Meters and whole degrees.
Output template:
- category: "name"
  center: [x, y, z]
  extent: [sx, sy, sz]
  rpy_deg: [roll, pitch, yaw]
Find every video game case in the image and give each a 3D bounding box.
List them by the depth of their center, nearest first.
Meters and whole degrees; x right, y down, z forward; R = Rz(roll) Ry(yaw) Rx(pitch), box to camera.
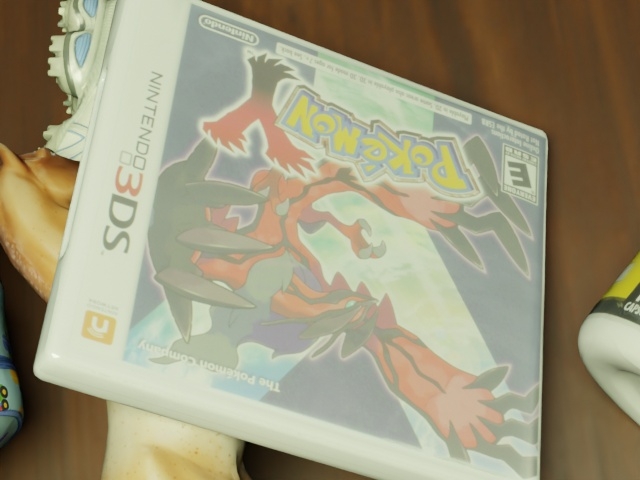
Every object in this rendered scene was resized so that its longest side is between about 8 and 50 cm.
- category: "video game case"
  center: [0.000, 0.000, 0.632]
  extent: [0.201, 0.023, 0.183]
  rpy_deg: [19, 55, -18]

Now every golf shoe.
- category: "golf shoe"
  center: [-0.082, -0.035, 0.714]
  extent: [0.086, 0.069, 0.176]
  rpy_deg: [2, 70, 4]

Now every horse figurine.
- category: "horse figurine"
  center: [-0.034, 0.074, 0.628]
  extent: [0.174, 0.066, 0.263]
  rpy_deg: [0, 68, -25]

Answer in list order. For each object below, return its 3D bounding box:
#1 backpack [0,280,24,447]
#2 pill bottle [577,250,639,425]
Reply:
- category: "backpack"
  center: [-0.195, 0.086, 0.640]
  extent: [0.173, 0.158, 0.117]
  rpy_deg: [-25, 76, -20]
- category: "pill bottle"
  center: [0.195, 0.002, 0.629]
  extent: [0.103, 0.103, 0.184]
  rpy_deg: [36, 78, 20]
